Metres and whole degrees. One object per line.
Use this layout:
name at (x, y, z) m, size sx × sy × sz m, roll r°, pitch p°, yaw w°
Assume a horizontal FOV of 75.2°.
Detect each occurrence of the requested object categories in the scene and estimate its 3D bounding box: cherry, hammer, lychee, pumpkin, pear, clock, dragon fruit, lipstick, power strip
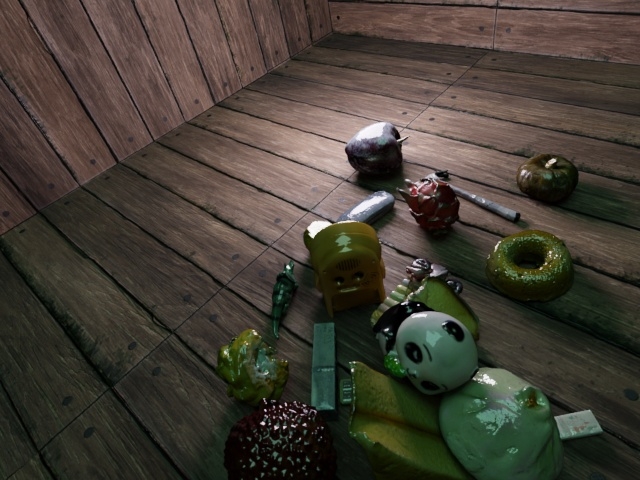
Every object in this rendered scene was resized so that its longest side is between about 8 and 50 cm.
cherry at (0.260, -0.417, 1.884) m, size 0.296 × 0.218 × 0.255 m, roll -8°, pitch 50°, yaw 14°
hammer at (0.597, -0.173, 1.677) m, size 0.152 × 0.044 × 0.427 m, roll -34°, pitch 48°, yaw -21°
lychee at (-0.097, 0.510, 1.001) m, size 0.264 × 0.264 × 0.300 m, roll -25°, pitch 49°, yaw -11°
pumpkin at (0.873, -0.250, 1.596) m, size 0.219 × 0.162 × 0.219 m, roll -4°, pitch 45°, yaw 4°
pear at (0.000, 0.000, 1.612) m, size 0.141 × 0.104 × 0.141 m, roll 10°, pitch 43°, yaw -9°
clock at (0.092, 0.082, 1.351) m, size 0.244 × 0.317 × 0.200 m, roll -14°, pitch 50°, yaw 0°
dragon fruit at (0.416, -0.143, 1.571) m, size 0.192 × 0.193 × 0.274 m, roll 3°, pitch 52°, yaw -47°
lipstick at (0.013, 0.378, 1.237) m, size 0.076 × 0.077 × 0.289 m, roll -8°, pitch 43°, yaw 7°
power strip at (0.138, 0.428, 1.189) m, size 0.169 × 0.028 × 0.076 m, roll -8°, pitch 43°, yaw 7°

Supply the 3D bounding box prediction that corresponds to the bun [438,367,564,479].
bun at (0.434, 0.413, 0.967) m, size 0.293 × 0.187 × 0.293 m, roll 7°, pitch 38°, yaw -5°

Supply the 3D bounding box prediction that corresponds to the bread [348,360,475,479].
bread at (0.198, 0.420, 0.944) m, size 0.245 × 0.361 × 0.233 m, roll -16°, pitch 43°, yaw 1°

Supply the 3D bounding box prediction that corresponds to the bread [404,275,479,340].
bread at (0.347, 0.238, 1.260) m, size 0.251 × 0.133 × 0.174 m, roll 48°, pitch 69°, yaw -5°

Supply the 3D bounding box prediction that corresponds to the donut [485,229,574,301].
donut at (0.684, 0.072, 1.357) m, size 0.272 × 0.107 × 0.272 m, roll -9°, pitch 44°, yaw 9°

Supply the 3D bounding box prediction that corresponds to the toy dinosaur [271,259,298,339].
toy dinosaur at (-0.135, 0.204, 1.464) m, size 0.079 × 0.120 × 0.292 m, roll 8°, pitch 71°, yaw 8°

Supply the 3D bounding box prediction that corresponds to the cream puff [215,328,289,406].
cream puff at (-0.211, 0.390, 1.211) m, size 0.195 × 0.221 × 0.195 m, roll -39°, pitch 4°, yaw 4°

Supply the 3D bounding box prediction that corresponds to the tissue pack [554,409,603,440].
tissue pack at (0.631, 0.460, 1.030) m, size 0.108 × 0.023 × 0.056 m, roll -11°, pitch 43°, yaw 3°

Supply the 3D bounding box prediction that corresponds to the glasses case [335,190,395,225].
glasses case at (0.185, -0.116, 1.705) m, size 0.282 × 0.067 × 0.109 m, roll -36°, pitch 45°, yaw -19°

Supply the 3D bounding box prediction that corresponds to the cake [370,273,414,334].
cake at (0.235, 0.212, 1.326) m, size 0.090 × 0.109 × 0.225 m, roll 12°, pitch 50°, yaw 26°

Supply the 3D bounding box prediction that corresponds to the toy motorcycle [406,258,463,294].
toy motorcycle at (0.368, 0.132, 1.394) m, size 0.118 × 0.084 × 0.212 m, roll -32°, pitch 39°, yaw -16°

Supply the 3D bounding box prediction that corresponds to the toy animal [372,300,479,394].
toy animal at (0.254, 0.269, 1.041) m, size 0.212 × 0.212 × 0.267 m, roll -21°, pitch 10°, yaw -7°
